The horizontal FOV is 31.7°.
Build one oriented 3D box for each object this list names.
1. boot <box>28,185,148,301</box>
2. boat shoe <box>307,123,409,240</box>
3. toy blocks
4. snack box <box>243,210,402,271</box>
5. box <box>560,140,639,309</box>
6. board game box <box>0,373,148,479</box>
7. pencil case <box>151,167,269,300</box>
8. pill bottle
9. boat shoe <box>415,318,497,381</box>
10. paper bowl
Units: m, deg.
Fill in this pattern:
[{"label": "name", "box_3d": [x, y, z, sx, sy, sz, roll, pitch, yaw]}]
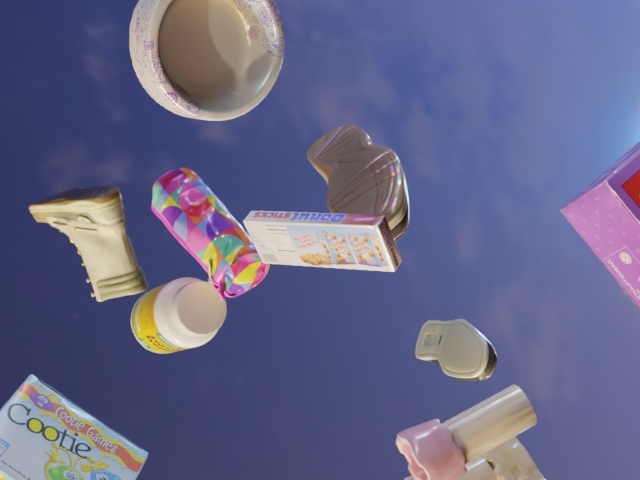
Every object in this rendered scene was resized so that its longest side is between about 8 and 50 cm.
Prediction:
[{"label": "boot", "box_3d": [-0.341, 0.006, 1.651, 0.077, 0.213, 0.165, -30, -71, -39]}, {"label": "boat shoe", "box_3d": [0.058, -0.058, 1.377, 0.092, 0.102, 0.285, 53, -178, -27]}, {"label": "toy blocks", "box_3d": [0.137, 0.351, 1.049, 0.289, 0.260, 0.309, 57, 168, 30]}, {"label": "snack box", "box_3d": [0.000, 0.000, 1.230, 0.022, 0.178, 0.064, -53, -47, -39]}, {"label": "box", "box_3d": [0.324, -0.027, 0.758, 0.293, 0.057, 0.201, -36, -93, -28]}, {"label": "board game box", "box_3d": [-0.309, 0.292, 1.073, 0.144, 0.275, 0.142, 35, -159, -5]}, {"label": "pencil case", "box_3d": [-0.179, -0.013, 1.784, 0.236, 0.104, 0.104, 48, -169, 33]}, {"label": "pill bottle", "box_3d": [-0.232, 0.124, 1.871, 0.117, 0.208, 0.118, 5, -102, -26]}, {"label": "boat shoe", "box_3d": [0.213, 0.163, 1.649, 0.079, 0.233, 0.084, 23, -93, -13]}, {"label": "paper bowl", "box_3d": [-0.222, -0.369, 2.109, 0.284, 0.148, 0.284, -7, -78, -33]}]
